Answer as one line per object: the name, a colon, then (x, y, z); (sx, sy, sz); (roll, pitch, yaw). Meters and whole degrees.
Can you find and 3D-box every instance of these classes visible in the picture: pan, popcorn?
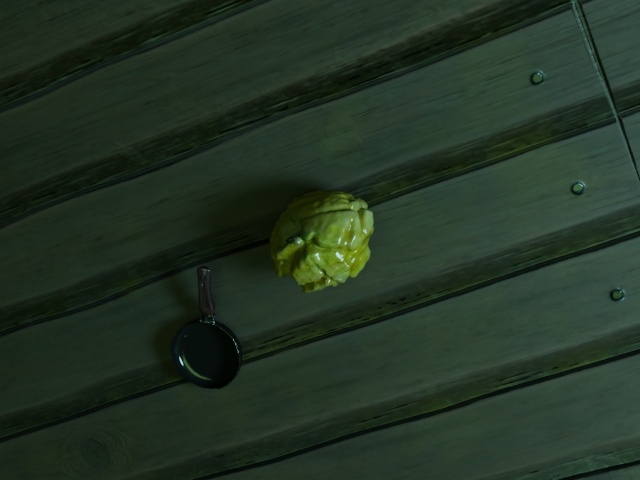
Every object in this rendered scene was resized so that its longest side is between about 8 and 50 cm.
pan: (-0.175, 0.130, 1.923); (0.114, 0.040, 0.212); (6, 114, 12)
popcorn: (0.000, 0.000, 1.800); (0.167, 0.152, 0.148); (-7, 69, 38)
